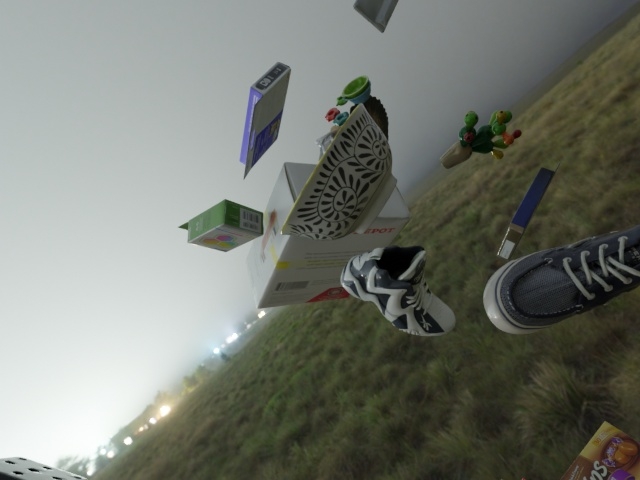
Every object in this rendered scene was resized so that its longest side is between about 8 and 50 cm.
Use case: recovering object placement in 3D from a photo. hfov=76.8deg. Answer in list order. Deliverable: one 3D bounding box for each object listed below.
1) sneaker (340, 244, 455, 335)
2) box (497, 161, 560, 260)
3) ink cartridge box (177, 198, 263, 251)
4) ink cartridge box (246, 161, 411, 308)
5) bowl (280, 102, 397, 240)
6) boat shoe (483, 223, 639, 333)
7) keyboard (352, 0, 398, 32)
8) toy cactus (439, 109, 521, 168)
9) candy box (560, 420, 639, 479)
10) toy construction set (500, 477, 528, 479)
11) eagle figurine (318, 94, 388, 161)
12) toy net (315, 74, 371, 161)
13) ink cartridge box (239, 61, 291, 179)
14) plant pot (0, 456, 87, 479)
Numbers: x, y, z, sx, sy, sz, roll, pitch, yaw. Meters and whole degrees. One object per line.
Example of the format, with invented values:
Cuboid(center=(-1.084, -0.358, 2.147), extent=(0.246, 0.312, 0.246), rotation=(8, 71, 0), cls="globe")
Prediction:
Cuboid(center=(0.165, 0.084, 0.707), extent=(0.094, 0.235, 0.153), rotation=(-56, 3, -31), cls="sneaker")
Cuboid(center=(0.493, -0.074, 0.959), extent=(0.225, 0.037, 0.136), rotation=(-52, -26, -18), cls="box")
Cuboid(center=(-0.241, -0.022, 0.957), extent=(0.209, 0.062, 0.109), rotation=(-21, -27, 39), cls="ink cartridge box")
Cuboid(center=(0.000, 0.000, 1.000), extent=(0.280, 0.160, 0.384), rotation=(-2, -35, -26), cls="ink cartridge box")
Cuboid(center=(0.033, -0.058, 0.454), extent=(0.170, 0.080, 0.170), rotation=(-58, 0, 1), cls="bowl")
Cuboid(center=(0.433, 0.045, 0.653), extent=(0.341, 0.127, 0.158), rotation=(-18, -17, -24), cls="boat shoe")
Cuboid(center=(0.134, -0.505, 0.757), extent=(0.255, 0.072, 0.014), rotation=(-67, 17, -17), cls="keyboard")
Cuboid(center=(0.366, -0.223, 0.933), extent=(0.181, 0.112, 0.219), rotation=(-37, -18, 36), cls="toy cactus")
Cuboid(center=(0.603, 0.494, 0.849), extent=(0.186, 0.053, 0.109), rotation=(-47, 32, -5), cls="candy box")
Cuboid(center=(0.389, 0.661, 0.831), extent=(0.151, 0.215, 0.327), rotation=(-16, 44, 59), cls="toy construction set")
Cuboid(center=(0.106, -0.224, 1.153), extent=(0.225, 0.226, 0.298), rotation=(-20, -16, -23), cls="eagle figurine")
Cuboid(center=(0.033, -0.274, 0.913), extent=(0.122, 0.045, 0.232), rotation=(6, 59, 42), cls="toy net")
Cuboid(center=(-0.141, -0.279, 0.946), extent=(0.206, 0.045, 0.208), rotation=(111, -178, -46), cls="ink cartridge box")
Cuboid(center=(-0.460, 0.422, 0.582), extent=(0.187, 0.188, 0.166), rotation=(99, -171, -65), cls="plant pot")
